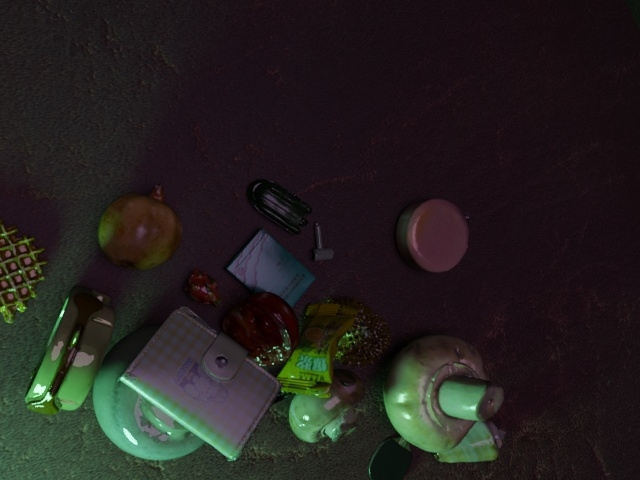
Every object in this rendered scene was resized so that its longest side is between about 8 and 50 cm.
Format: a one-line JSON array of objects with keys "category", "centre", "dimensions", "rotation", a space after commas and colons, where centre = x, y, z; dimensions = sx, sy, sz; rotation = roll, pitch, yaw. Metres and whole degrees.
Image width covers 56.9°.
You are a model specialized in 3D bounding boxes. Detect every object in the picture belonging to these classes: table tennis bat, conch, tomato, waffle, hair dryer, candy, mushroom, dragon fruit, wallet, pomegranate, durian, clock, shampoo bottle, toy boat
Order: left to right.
[{"category": "waffle", "centre": [-0.788, 0.069, 1.424], "dimensions": [0.229, 0.051, 0.231], "rotation": [28, 77, -21]}, {"category": "clock", "centre": [-0.568, 0.256, 1.355], "dimensions": [0.117, 0.348, 0.285], "rotation": [24, 80, -22]}, {"category": "pomegranate", "centre": [-0.458, -0.023, 1.502], "dimensions": [0.207, 0.207, 0.206], "rotation": [1, 89, -24]}, {"category": "shampoo bottle", "centre": [-0.385, 0.372, 1.452], "dimensions": [0.323, 0.317, 0.322], "rotation": [0, 91, -24]}, {"category": "dragon fruit", "centre": [-0.315, 0.135, 1.613], "dimensions": [0.116, 0.086, 0.081], "rotation": [44, 78, -7]}, {"category": "wallet", "centre": [-0.257, 0.314, 1.320], "dimensions": [0.310, 0.077, 0.223], "rotation": [40, 67, -10]}, {"category": "tomato", "centre": [-0.145, 0.233, 1.638], "dimensions": [0.200, 0.233, 0.139], "rotation": [55, 41, -7]}, {"category": "toy boat", "centre": [-0.118, -0.103, 1.728], "dimensions": [0.210, 0.052, 0.104], "rotation": [33, 79, -19]}, {"category": "candy", "centre": [-0.013, 0.296, 1.655], "dimensions": [0.081, 0.187, 0.297], "rotation": [60, 40, -43]}, {"category": "hair dryer", "centre": [0.000, 0.000, 1.791], "dimensions": [0.063, 0.038, 0.124], "rotation": [-4, 83, -26]}, {"category": "mushroom", "centre": [0.024, 0.469, 1.676], "dimensions": [0.255, 0.254, 0.184], "rotation": [-19, 63, -23]}, {"category": "durian", "centre": [0.119, 0.288, 1.786], "dimensions": [0.250, 0.138, 0.183], "rotation": [43, 64, -24]}, {"category": "table tennis bat", "centre": [0.247, 0.674, 1.891], "dimensions": [0.138, 0.022, 0.246], "rotation": [39, 75, -18]}, {"category": "candy", "centre": [0.369, -0.019, 1.919], "dimensions": [0.256, 0.094, 0.255], "rotation": [0, 89, -24]}, {"category": "mushroom", "centre": [0.379, 0.481, 1.814], "dimensions": [0.354, 0.353, 0.324], "rotation": [4, 113, -24]}, {"category": "conch", "centre": [0.504, 0.669, 1.948], "dimensions": [0.255, 0.127, 0.158], "rotation": [-18, 97, -23]}]

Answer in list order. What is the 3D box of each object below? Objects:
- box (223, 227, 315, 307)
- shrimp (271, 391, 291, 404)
[{"category": "box", "centre": [-0.144, 0.095, 1.715], "dimensions": [0.226, 0.042, 0.160], "rotation": [44, 73, -17]}, {"category": "shrimp", "centre": [-0.148, 0.438, 1.711], "dimensions": [0.161, 0.034, 0.091], "rotation": [-17, 95, -23]}]
